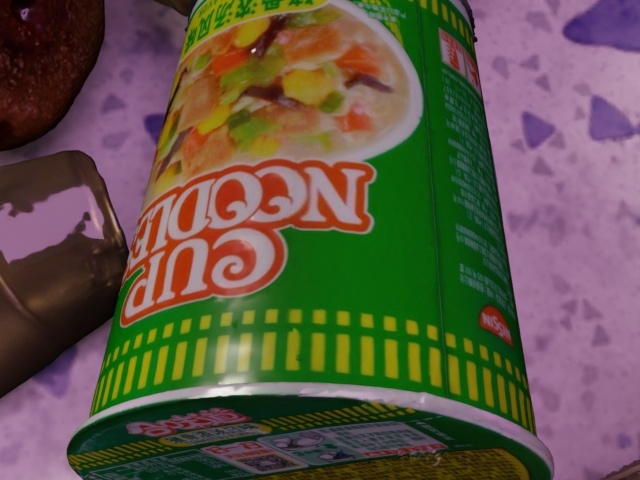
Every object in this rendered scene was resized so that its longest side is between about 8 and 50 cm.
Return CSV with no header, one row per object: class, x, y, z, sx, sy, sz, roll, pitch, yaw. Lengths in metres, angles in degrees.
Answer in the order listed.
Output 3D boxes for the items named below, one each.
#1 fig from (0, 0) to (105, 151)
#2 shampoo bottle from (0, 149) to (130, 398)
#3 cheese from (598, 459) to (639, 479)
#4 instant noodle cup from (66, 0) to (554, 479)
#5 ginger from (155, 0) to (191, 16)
fig,-0.212,-0.110,0.643,0.201,0.146,0.133,-4,40,29
shampoo bottle,-0.249,0.063,0.577,0.350,0.084,0.125,-27,80,-18
cheese,0.131,0.132,0.624,0.400,0.085,0.034,-20,79,-16
instant noodle cup,0.000,0.000,0.601,0.207,0.207,0.232,6,62,-8
ginger,0.000,-0.216,0.672,0.276,0.130,0.221,16,74,-35
